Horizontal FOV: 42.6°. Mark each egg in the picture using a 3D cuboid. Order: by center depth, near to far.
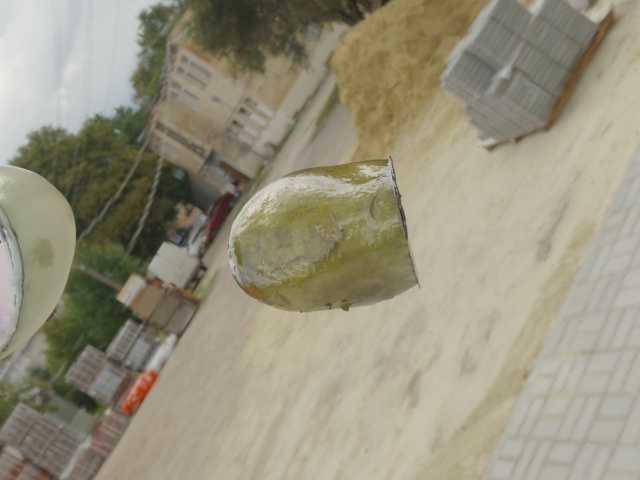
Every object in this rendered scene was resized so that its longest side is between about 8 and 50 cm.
[{"bbox_3d":[-0.446,0.027,1.165,0.174,0.264,0.286,-15,-48,-52],"label":"egg"}]

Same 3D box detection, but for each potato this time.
[{"bbox_3d":[0.000,0.000,1.176,0.229,0.266,0.229,-11,-90,-88],"label":"potato"}]

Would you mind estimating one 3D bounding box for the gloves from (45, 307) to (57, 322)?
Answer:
[{"bbox_3d":[-0.674,0.122,1.661,0.142,0.286,0.119,68,-144,-51],"label":"gloves"}]
